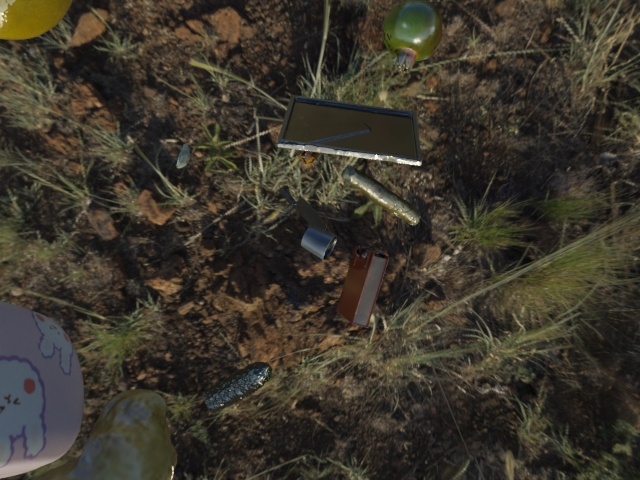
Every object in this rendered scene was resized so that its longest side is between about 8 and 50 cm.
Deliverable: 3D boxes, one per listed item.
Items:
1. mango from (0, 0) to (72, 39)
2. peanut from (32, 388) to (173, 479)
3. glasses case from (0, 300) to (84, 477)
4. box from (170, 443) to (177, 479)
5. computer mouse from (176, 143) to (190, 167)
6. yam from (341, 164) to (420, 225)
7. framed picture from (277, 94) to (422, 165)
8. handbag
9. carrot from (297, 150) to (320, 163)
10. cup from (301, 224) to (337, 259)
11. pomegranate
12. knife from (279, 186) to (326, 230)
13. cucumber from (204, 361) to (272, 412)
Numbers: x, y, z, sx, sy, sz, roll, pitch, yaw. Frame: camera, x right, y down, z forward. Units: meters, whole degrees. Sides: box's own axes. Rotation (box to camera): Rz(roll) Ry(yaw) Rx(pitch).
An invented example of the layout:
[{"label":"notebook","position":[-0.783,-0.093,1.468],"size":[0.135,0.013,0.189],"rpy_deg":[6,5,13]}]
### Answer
[{"label":"mango","position":[-0.430,-0.473,0.710],"size":[0.142,0.195,0.332],"rpy_deg":[20,123,18]},{"label":"peanut","position":[-0.254,0.292,0.548],"size":[0.137,0.122,0.253],"rpy_deg":[39,61,0]},{"label":"glasses case","position":[-0.245,0.078,0.262],"size":[0.075,0.297,0.113],"rpy_deg":[-21,68,10]},{"label":"box","position":[-0.256,0.312,0.685],"size":[0.105,0.037,0.106],"rpy_deg":[1,113,2]},{"label":"computer mouse","position":[-0.436,-0.272,1.573],"size":[0.032,0.110,0.056],"rpy_deg":[16,126,-14]},{"label":"yam","position":[0.202,-0.146,1.605],"size":[0.317,0.071,0.067],"rpy_deg":[30,68,-24]},{"label":"framed picture","position":[0.066,-0.238,1.036],"size":[0.289,0.213,0.016],"rpy_deg":[8,131,0]},{"label":"handbag","position":[0.107,0.112,1.255],"size":[0.062,0.127,0.190],"rpy_deg":[15,93,-18]},{"label":"carrot","position":[0.013,-0.349,1.620],"size":[0.069,0.069,0.229],"rpy_deg":[38,79,11]},{"label":"cup","position":[0.000,0.000,1.376],"size":[0.077,0.100,0.078],"rpy_deg":[28,117,15]},{"label":"pomegranate","position":[0.262,-0.587,1.422],"size":[0.179,0.180,0.210],"rpy_deg":[15,77,12]},{"label":"knife","position":[-0.059,-0.112,1.628],"size":[0.019,0.072,0.245],"rpy_deg":[-25,58,-34]},{"label":"cucumber","position":[-0.201,0.366,1.233],"size":[0.300,0.072,0.072],"rpy_deg":[-37,78,40]}]
